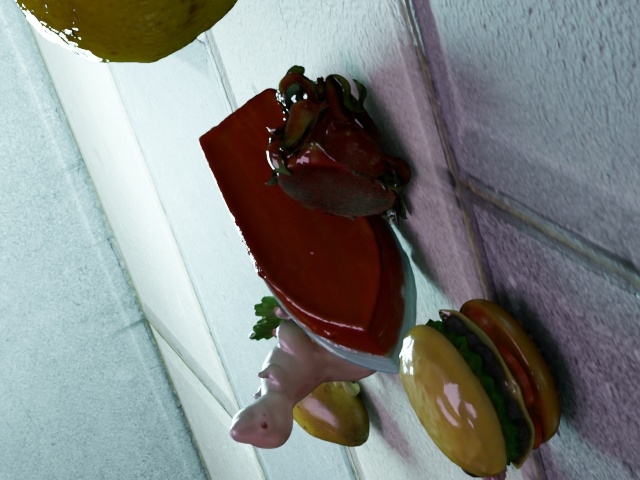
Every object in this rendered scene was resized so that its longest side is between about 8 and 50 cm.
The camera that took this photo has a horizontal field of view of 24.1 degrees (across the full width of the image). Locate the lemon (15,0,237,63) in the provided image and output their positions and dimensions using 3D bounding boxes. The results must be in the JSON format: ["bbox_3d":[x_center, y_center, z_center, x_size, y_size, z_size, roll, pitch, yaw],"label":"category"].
[{"bbox_3d":[-0.190,-0.308,1.484,0.258,0.258,0.310,63,163,6],"label":"lemon"}]

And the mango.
[{"bbox_3d":[0.003,0.212,1.997,0.165,0.089,0.115,24,139,63],"label":"mango"}]

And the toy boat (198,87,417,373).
[{"bbox_3d":[0.000,0.000,1.586,0.332,0.145,0.133,58,-173,27],"label":"toy boat"}]

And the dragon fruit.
[{"bbox_3d":[0.014,-0.089,1.445,0.142,0.138,0.175,-5,-95,-65],"label":"dragon fruit"}]

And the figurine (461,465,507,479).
[{"bbox_3d":[0.147,0.192,1.545,0.129,0.054,0.072,56,167,34],"label":"figurine"}]

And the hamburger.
[{"bbox_3d":[0.143,0.132,1.341,0.162,0.115,0.162,57,166,23],"label":"hamburger"}]

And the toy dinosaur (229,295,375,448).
[{"bbox_3d":[-0.024,0.157,1.827,0.152,0.194,0.177,117,144,-54],"label":"toy dinosaur"}]
